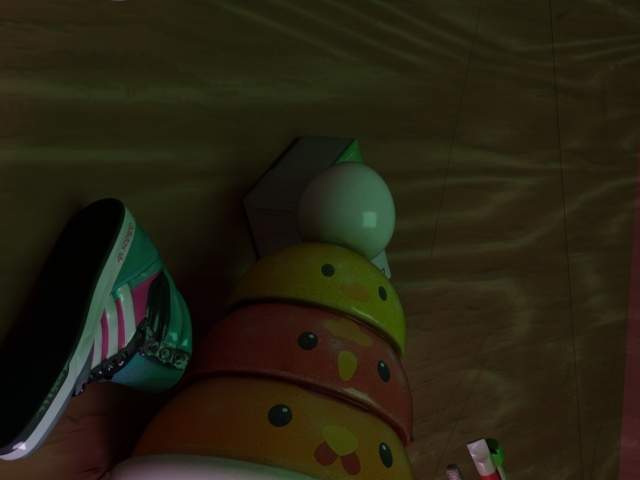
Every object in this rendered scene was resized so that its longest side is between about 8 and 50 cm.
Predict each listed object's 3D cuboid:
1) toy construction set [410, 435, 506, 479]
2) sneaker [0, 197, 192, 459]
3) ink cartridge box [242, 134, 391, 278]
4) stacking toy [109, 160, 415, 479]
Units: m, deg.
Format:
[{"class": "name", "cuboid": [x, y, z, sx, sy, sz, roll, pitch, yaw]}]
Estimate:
[{"class": "toy construction set", "cuboid": [0.077, 0.262, 1.940, 0.237, 0.309, 0.257, 66, 33, -32]}, {"class": "sneaker", "cuboid": [-0.227, 0.124, 1.561, 0.178, 0.124, 0.295, 50, 51, -39]}, {"class": "ink cartridge box", "cuboid": [0.000, 0.000, 1.947, 0.160, 0.092, 0.219, -51, 135, -43]}, {"class": "stacking toy", "cuboid": [-0.019, 0.121, 1.715, 0.350, 0.350, 0.480, 46, 50, -52]}]
